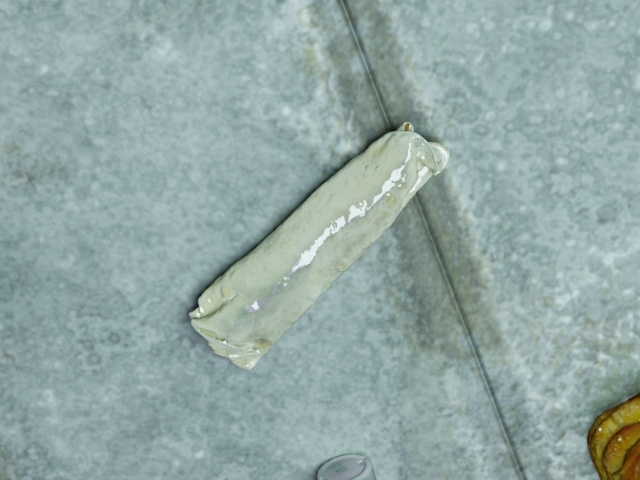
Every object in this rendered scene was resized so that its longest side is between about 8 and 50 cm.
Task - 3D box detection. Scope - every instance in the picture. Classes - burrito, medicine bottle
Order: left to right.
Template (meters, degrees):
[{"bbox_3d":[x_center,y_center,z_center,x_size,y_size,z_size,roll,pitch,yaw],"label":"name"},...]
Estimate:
[{"bbox_3d":[0.000,0.000,0.960,0.275,0.059,0.082,-45,114,7],"label":"burrito"},{"bbox_3d":[0.045,0.310,1.063,0.058,0.057,0.199,-15,109,-3],"label":"medicine bottle"}]

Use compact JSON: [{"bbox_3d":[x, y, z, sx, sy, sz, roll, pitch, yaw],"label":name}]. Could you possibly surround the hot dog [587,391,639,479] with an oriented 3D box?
[{"bbox_3d":[0.404,0.186,1.038,0.272,0.122,0.196,-22,115,2],"label":"hot dog"}]
